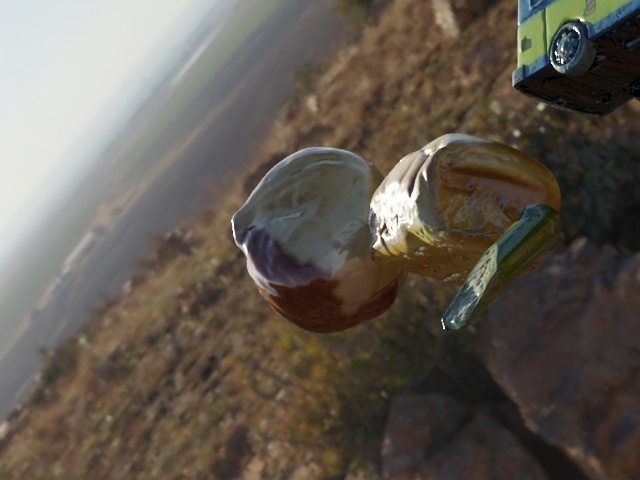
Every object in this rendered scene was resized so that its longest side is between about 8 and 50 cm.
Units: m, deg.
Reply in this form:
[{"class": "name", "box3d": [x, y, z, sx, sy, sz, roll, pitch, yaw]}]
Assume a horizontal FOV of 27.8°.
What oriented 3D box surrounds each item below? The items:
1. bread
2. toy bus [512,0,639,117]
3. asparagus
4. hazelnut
[{"class": "bread", "box3d": [0.150, -0.029, 1.440, 0.294, 0.167, 0.132, 139, 156, -77]}, {"class": "toy bus", "box3d": [0.351, -0.271, 1.392, 0.312, 0.152, 0.190, -31, 53, 53]}, {"class": "asparagus", "box3d": [0.162, 0.024, 1.170, 0.178, 0.041, 0.045, -39, -26, -42]}, {"class": "hazelnut", "box3d": [0.000, 0.000, 1.753, 0.261, 0.241, 0.261, 5, -90, -82]}]
